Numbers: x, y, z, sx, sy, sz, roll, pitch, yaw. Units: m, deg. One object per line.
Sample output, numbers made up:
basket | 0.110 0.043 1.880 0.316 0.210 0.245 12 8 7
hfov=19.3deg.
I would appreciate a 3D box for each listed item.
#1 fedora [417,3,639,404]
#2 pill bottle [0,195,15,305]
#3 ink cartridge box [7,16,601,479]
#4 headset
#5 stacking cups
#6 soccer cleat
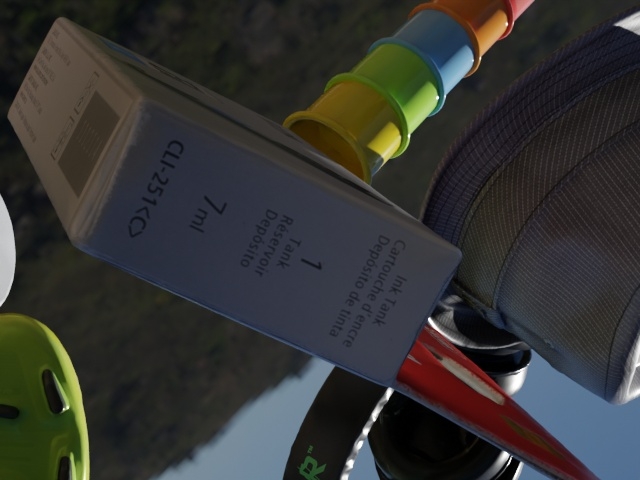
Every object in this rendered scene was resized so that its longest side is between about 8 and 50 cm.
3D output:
fedora | 0.181 0.002 1.074 0.244 0.124 0.275 -32 153 -11
pill bottle | -0.317 0.019 1.121 0.264 0.146 0.146 -9 -163 24
ink cartridge box | 0.000 0.000 0.829 0.066 0.261 0.296 -62 -162 5
headset | 0.089 0.103 1.541 0.394 0.185 0.243 -36 144 -37
stacking cups | 0.095 -0.165 1.682 0.316 0.096 0.096 -46 180 -31
soccer cleat | -0.159 0.170 0.998 0.093 0.289 0.121 -4 -164 1
